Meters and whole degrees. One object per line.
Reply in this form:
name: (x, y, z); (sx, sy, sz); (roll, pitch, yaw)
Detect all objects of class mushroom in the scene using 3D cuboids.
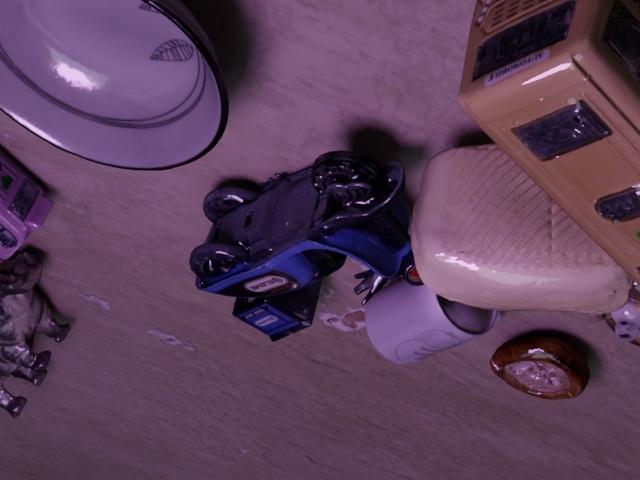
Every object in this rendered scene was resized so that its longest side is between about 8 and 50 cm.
mushroom: (0.267, 0.151, 1.852); (0.123, 0.052, 0.123); (18, 151, 10)

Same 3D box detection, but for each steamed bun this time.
steamed bun: (0.216, 0.000, 1.582); (0.239, 0.169, 0.152); (4, 152, 9)

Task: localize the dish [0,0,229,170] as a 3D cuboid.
dish: (-0.228, -0.209, 1.572); (0.317, 0.106, 0.316); (14, 146, 10)

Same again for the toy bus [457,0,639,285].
toy bus: (0.297, -0.094, 1.391); (0.177, 0.201, 0.365); (-23, 127, 42)

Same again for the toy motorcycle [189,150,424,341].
toy motorcycle: (0.000, 0.000, 1.731); (0.213, 0.125, 0.359); (31, 146, -29)

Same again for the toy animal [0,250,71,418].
toy animal: (-0.429, 0.100, 2.073); (0.168, 0.106, 0.343); (23, 139, 8)

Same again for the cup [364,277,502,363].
cup: (0.142, 0.093, 1.794); (0.136, 0.099, 0.133); (38, 140, -22)

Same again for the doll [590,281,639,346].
doll: (0.330, 0.065, 1.679); (0.188, 0.096, 0.145); (-2, 132, 43)

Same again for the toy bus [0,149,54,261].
toy bus: (-0.424, -0.070, 1.854); (0.108, 0.096, 0.199); (-23, 124, 38)
